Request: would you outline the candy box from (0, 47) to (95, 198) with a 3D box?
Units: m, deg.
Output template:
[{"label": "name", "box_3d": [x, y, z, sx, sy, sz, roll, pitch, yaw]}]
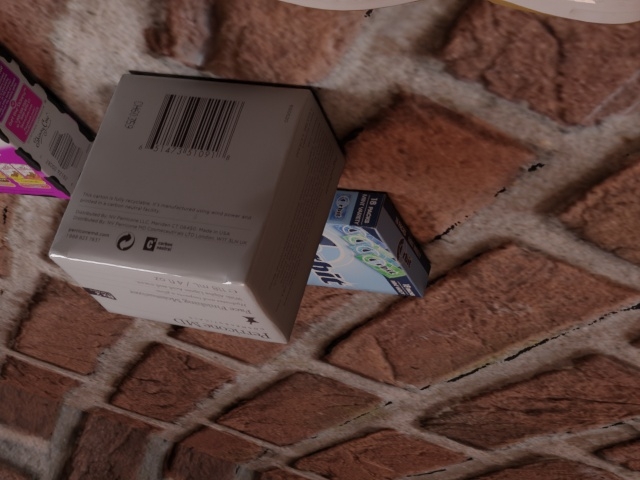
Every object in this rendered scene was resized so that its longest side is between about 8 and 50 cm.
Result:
[{"label": "candy box", "box_3d": [-0.337, -0.126, 1.046, 0.159, 0.071, 0.233, 6, 156, 27]}]

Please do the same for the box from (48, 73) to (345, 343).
[{"label": "box", "box_3d": [-0.097, -0.029, 0.956, 0.181, 0.182, 0.119, 8, 156, 21]}]

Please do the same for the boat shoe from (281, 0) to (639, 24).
[{"label": "boat shoe", "box_3d": [0.060, -0.182, 0.601, 0.277, 0.098, 0.096, 4, 156, 6]}]

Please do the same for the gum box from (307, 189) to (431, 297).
[{"label": "gum box", "box_3d": [0.000, 0.000, 1.145, 0.184, 0.041, 0.157, 5, 155, 25]}]
